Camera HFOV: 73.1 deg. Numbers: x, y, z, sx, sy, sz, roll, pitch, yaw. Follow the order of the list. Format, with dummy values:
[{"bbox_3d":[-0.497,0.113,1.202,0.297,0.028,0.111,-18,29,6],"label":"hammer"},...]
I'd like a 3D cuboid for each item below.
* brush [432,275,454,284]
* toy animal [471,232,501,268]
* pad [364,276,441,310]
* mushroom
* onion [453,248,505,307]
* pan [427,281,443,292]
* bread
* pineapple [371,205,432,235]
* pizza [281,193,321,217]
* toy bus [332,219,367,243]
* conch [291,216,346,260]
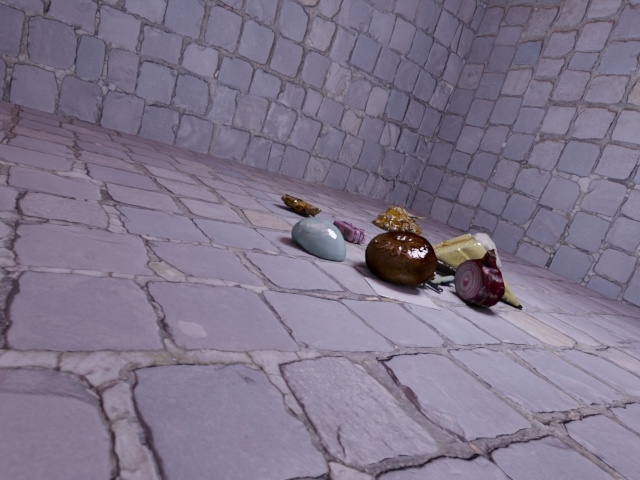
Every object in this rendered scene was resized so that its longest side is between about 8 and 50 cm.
[{"bbox_3d":[0.470,0.162,1.701,0.178,0.030,0.033,-4,30,-35],"label":"brush"},{"bbox_3d":[0.834,0.078,2.338,0.188,0.266,0.308,3,57,-6],"label":"toy animal"},{"bbox_3d":[0.264,0.171,1.401,0.232,0.004,0.156,15,12,-16],"label":"pad"},{"bbox_3d":[0.297,0.060,1.542,0.278,0.163,0.297,14,20,-10],"label":"mushroom"},{"bbox_3d":[0.598,0.130,1.572,0.139,0.218,0.195,17,20,-9],"label":"onion"},{"bbox_3d":[0.377,0.133,1.648,0.136,0.028,0.235,-3,24,-37],"label":"pan"},{"bbox_3d":[0.679,0.153,1.953,0.405,0.242,0.345,65,16,10],"label":"bread"},{"bbox_3d":[0.478,-0.117,2.597,0.334,0.158,0.161,23,13,15],"label":"pineapple"},{"bbox_3d":[-0.093,-0.161,2.183,0.226,0.069,0.147,25,-8,13],"label":"pizza"},{"bbox_3d":[0.130,-0.042,1.992,0.090,0.063,0.203,7,15,-32],"label":"toy bus"},{"bbox_3d":[0.000,-0.004,1.566,0.221,0.121,0.185,24,42,4],"label":"conch"}]
